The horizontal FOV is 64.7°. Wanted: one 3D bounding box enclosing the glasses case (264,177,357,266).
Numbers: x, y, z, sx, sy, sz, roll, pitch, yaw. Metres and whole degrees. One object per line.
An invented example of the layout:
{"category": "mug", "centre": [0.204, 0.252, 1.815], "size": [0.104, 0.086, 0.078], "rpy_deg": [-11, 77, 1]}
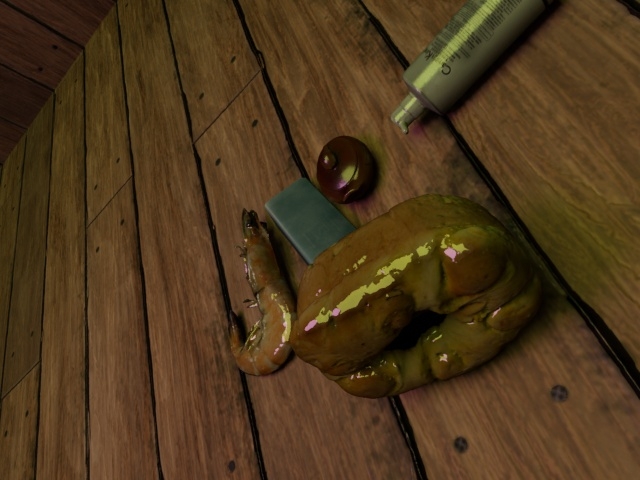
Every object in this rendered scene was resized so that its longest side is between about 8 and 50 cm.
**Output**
{"category": "glasses case", "centre": [0.000, 0.000, 0.784], "size": [0.105, 0.056, 0.266], "rpy_deg": [-54, 45, 12]}

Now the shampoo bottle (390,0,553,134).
{"category": "shampoo bottle", "centre": [0.195, -0.259, 0.693], "size": [0.262, 0.085, 0.085], "rpy_deg": [-46, 47, 19]}

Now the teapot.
{"category": "teapot", "centre": [0.032, -0.111, 0.785], "size": [0.098, 0.078, 0.129], "rpy_deg": [-38, 50, 25]}

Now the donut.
{"category": "donut", "centre": [0.098, 0.068, 0.557], "size": [0.261, 0.208, 0.128], "rpy_deg": [-27, 41, 16]}

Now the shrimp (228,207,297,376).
{"category": "shrimp", "centre": [-0.118, 0.087, 0.862], "size": [0.169, 0.058, 0.296], "rpy_deg": [-38, 53, 28]}
